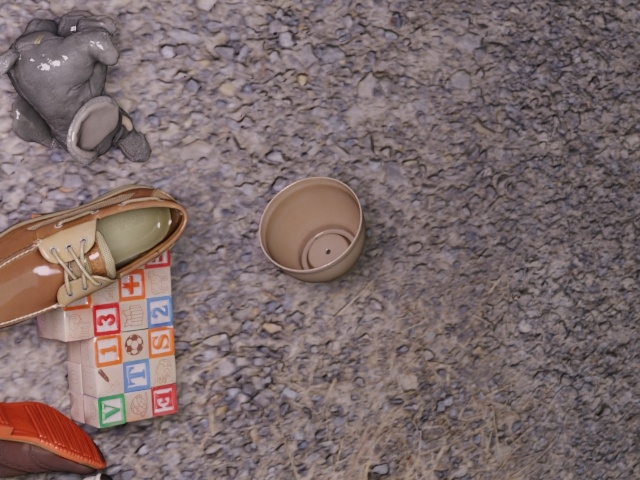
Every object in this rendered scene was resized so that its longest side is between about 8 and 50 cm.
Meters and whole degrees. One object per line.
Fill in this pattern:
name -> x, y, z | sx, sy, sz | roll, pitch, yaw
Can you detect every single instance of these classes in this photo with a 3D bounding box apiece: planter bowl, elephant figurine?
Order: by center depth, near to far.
elephant figurine -> -0.326, -0.174, 2.025 | 0.186, 0.169, 0.239 | -10, 118, -7
planter bowl -> 0.000, 0.000, 2.286 | 0.162, 0.162, 0.109 | -59, 149, -18

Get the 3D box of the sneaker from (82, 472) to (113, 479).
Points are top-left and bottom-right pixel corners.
sneaker -> -0.420, 0.433, 2.026 | 0.385, 0.145, 0.147 | -16, 83, -37

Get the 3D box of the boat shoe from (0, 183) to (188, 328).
boat shoe -> -0.313, 0.015, 1.949 | 0.324, 0.120, 0.122 | -32, 112, -30

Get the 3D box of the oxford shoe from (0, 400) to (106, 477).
oxford shoe -> -0.412, 0.277, 2.044 | 0.271, 0.097, 0.098 | 27, 108, -40

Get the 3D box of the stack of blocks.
stack of blocks -> -0.299, 0.104, 2.097 | 0.171, 0.087, 0.297 | -8, 98, -36
